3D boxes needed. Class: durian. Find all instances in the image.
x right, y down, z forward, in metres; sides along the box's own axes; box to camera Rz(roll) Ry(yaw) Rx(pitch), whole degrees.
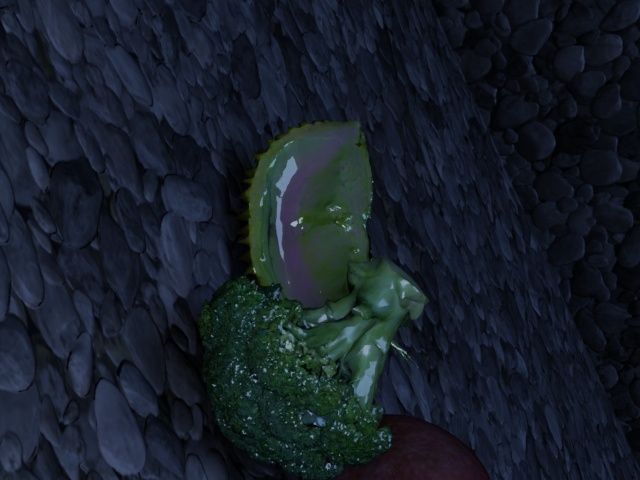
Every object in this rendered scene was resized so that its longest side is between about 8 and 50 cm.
[{"bbox_3d":[-0.007,0.007,1.826,0.157,0.170,0.355,38,37,-60],"label":"durian"}]

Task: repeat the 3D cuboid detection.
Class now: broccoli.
[{"bbox_3d":[-0.003,0.129,1.601,0.270,0.270,0.270,49,2,-2],"label":"broccoli"}]

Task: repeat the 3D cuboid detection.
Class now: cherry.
[{"bbox_3d":[0.094,0.327,1.701,0.221,0.307,0.261,-3,72,-23],"label":"cherry"}]
